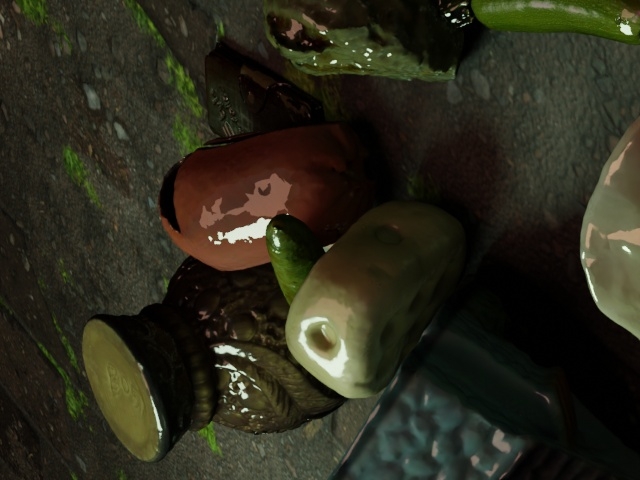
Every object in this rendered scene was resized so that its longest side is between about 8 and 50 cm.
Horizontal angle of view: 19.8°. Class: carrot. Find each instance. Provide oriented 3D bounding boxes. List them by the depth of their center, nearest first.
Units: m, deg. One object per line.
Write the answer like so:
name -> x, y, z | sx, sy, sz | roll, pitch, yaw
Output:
carrot -> -0.007, 0.048, 2.011 | 0.074, 0.074, 0.358 | 55, 179, 24

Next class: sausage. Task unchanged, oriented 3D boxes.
sausage -> -0.062, -0.051, 2.063 | 0.279, 0.152, 0.152 | -12, 100, 38

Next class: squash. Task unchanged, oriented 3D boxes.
squash -> 0.213, -0.208, 1.562 | 0.318, 0.080, 0.071 | 18, 127, 58

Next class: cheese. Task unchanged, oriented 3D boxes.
cheese -> 0.060, 0.056, 1.911 | 0.117, 0.218, 0.235 | 34, 175, 15

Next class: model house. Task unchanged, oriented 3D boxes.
model house -> 0.178, 0.277, 1.816 | 0.339, 0.297, 0.360 | 34, 104, 8

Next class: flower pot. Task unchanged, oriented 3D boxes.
flower pot -> -0.134, 0.135, 2.254 | 0.266, 0.267, 0.267 | 42, 143, 42

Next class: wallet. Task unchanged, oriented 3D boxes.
wallet -> -0.069, -0.146, 2.183 | 0.232, 0.031, 0.122 | 33, 137, 47

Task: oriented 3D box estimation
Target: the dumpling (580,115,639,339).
dumpling -> 0.320, 0.020, 1.378 | 0.187, 0.242, 0.318 | -99, 11, -69

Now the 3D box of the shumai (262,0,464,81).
shumai -> 0.041, -0.261, 1.768 | 0.256, 0.189, 0.218 | 26, -118, -85

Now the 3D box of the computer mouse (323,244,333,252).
computer mouse -> 0.000, 0.000, 2.143 | 0.181, 0.056, 0.089 | 35, 143, 46
